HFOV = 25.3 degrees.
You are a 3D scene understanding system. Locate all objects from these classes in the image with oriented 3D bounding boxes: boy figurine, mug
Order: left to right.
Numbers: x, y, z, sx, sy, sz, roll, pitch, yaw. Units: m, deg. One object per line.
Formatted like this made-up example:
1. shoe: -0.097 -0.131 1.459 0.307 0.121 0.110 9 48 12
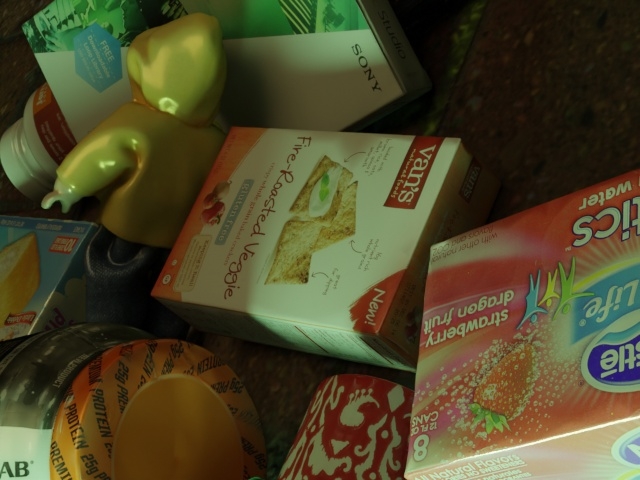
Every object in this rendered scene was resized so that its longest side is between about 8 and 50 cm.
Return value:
1. boy figurine: -0.138 -0.043 1.144 0.092 0.177 0.285 16 99 55
2. mug: 0.031 0.183 0.871 0.113 0.150 0.169 111 179 -60

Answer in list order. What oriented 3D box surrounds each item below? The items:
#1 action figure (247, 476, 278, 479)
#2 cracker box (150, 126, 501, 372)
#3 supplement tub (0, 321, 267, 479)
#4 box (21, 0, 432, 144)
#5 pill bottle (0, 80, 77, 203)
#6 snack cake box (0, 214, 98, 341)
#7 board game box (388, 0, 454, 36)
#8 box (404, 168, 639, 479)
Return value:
1. action figure: -0.062 0.237 0.909 0.063 0.137 0.232 7 56 47
2. cracker box: 0.000 0.000 1.050 0.232 0.067 0.156 7 65 41
3. supplement tub: -0.210 0.173 1.051 0.338 0.207 0.207 -15 49 44
4. box: -0.089 -0.157 1.208 0.322 0.232 0.058 -28 -3 32
5. pill bottle: -0.210 -0.122 1.392 0.216 0.121 0.121 -30 40 31
6. snack cake box: -0.278 0.064 1.330 0.264 0.089 0.152 4 60 53
7. board game box: 0.032 -0.243 1.211 0.243 0.042 0.165 -35 70 25
8. box: 0.203 0.054 0.717 0.300 0.142 0.154 -21 46 39
